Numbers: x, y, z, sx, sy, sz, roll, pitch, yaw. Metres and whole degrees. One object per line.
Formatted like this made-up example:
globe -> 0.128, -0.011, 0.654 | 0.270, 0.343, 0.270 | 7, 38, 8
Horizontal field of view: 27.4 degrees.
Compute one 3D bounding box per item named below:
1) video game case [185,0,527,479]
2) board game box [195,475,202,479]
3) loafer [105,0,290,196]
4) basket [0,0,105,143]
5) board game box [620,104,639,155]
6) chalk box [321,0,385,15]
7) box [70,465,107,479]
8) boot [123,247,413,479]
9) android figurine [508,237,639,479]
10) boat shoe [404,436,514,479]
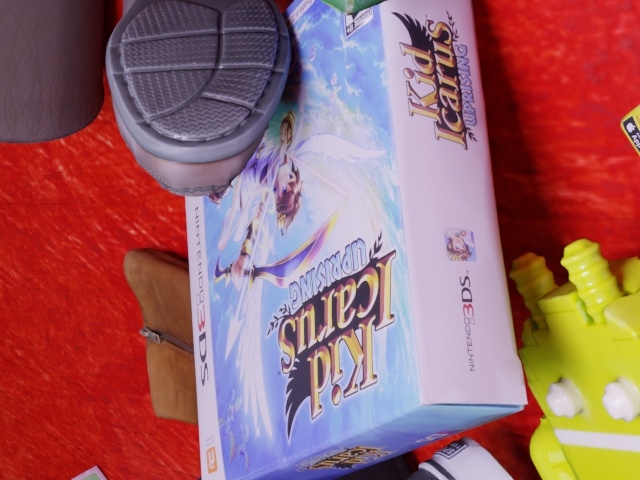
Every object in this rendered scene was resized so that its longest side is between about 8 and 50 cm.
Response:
video game case -> 0.000, 0.000, 0.718 | 0.269, 0.061, 0.244 | -37, 55, 58
board game box -> -0.073, 0.302, 1.064 | 0.047, 0.160, 0.210 | -34, 84, 20
loafer -> -0.070, -0.104, 0.733 | 0.267, 0.096, 0.084 | -101, 11, -48
basket -> -0.224, -0.204, 0.892 | 0.204, 0.154, 0.227 | 23, 136, -4
board game box -> 0.235, -0.015, 0.479 | 0.194, 0.060, 0.194 | 58, 147, 5
chalk box -> 0.022, -0.194, 0.571 | 0.213, 0.132, 0.132 | 37, 141, 34
box -> -0.226, 0.413, 1.385 | 0.262, 0.126, 0.231 | 48, 145, 21
boot -> -0.060, 0.143, 0.958 | 0.280, 0.096, 0.264 | 4, 111, 54
android figurine -> 0.176, 0.120, 0.630 | 0.273, 0.056, 0.248 | 61, 165, -3
boat shoe -> 0.136, 0.254, 0.712 | 0.306, 0.105, 0.113 | 51, 167, 12
